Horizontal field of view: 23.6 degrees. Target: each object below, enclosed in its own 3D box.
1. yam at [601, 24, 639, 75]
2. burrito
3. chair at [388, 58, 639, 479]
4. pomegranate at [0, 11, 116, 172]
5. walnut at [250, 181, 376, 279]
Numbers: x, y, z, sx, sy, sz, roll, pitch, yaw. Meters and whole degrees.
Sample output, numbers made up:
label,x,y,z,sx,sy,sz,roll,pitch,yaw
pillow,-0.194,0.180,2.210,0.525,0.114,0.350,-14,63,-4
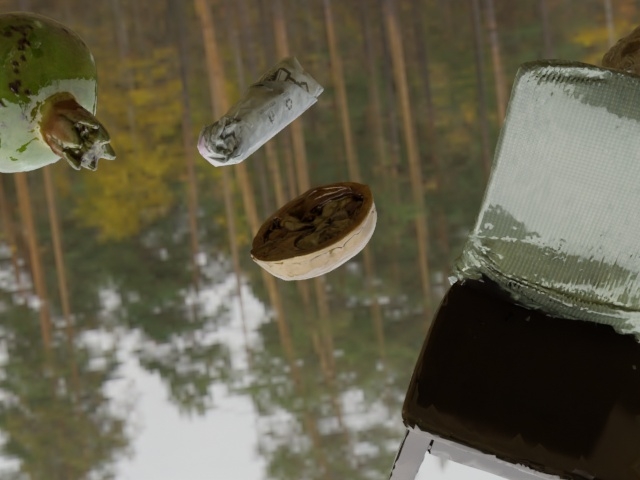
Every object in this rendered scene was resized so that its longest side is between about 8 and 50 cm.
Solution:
label,x,y,z,sx,sy,sz,roll,pitch,yaw
yam,0.317,-0.188,1.077,0.299,0.066,0.066,-39,165,37
burrito,-0.067,-0.144,1.709,0.064,0.064,0.203,-2,-149,39
chair,0.144,0.070,0.965,0.160,0.319,0.186,20,-138,2
pomegranate,-0.271,-0.131,1.445,0.159,0.159,0.205,-13,-141,-45
walnut,0.000,0.000,1.343,0.121,0.052,0.091,-30,-146,-5
